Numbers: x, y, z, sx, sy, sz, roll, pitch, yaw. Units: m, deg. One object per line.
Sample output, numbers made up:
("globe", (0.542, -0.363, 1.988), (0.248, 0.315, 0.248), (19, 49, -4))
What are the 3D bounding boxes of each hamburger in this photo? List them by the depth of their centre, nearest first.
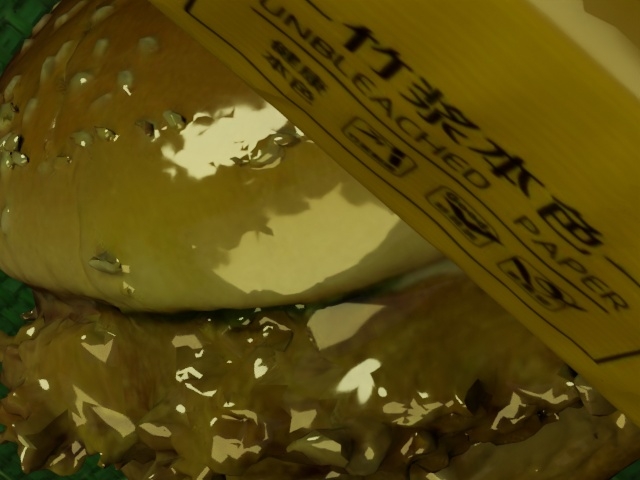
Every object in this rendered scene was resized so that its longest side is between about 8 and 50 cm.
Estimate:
("hamburger", (0.000, 0.000, 0.737), (0.445, 0.287, 0.268), (-6, 124, 32))

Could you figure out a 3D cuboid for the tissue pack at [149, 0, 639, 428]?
("tissue pack", (0.119, -0.131, 0.500), (0.382, 0.293, 0.228), (41, 165, -4))
